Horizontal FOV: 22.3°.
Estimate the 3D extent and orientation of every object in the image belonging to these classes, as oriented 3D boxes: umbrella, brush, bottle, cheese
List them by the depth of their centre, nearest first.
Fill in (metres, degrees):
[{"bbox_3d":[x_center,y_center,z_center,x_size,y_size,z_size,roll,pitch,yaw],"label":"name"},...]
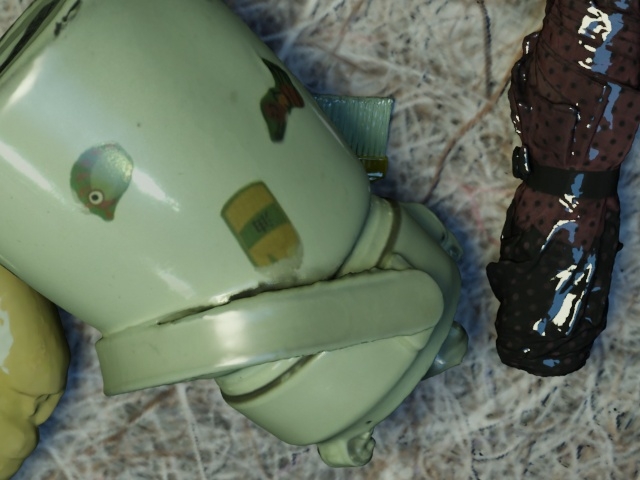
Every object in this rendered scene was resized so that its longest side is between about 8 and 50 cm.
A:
[{"bbox_3d":[-0.064,0.001,0.998,0.351,0.229,0.229,42,98,-18],"label":"bottle"},{"bbox_3d":[-0.275,0.072,1.050,0.226,0.117,0.214,41,94,-20],"label":"cheese"},{"bbox_3d":[0.165,-0.067,1.065,0.094,0.090,0.326,4,105,-4],"label":"umbrella"},{"bbox_3d":[0.000,0.000,1.108,0.083,0.011,0.205,2,107,-7],"label":"brush"}]
